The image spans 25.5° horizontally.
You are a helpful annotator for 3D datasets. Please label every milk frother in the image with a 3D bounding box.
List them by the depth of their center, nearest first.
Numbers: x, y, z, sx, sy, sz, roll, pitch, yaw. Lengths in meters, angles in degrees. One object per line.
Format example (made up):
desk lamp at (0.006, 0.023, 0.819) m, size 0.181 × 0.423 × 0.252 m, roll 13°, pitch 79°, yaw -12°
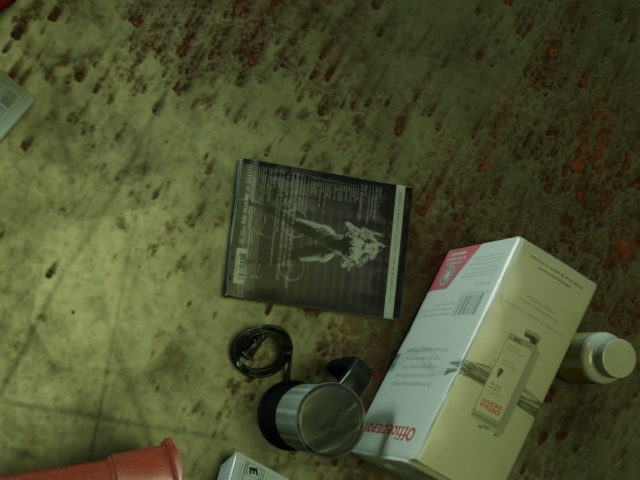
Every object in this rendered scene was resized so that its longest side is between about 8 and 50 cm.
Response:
milk frother at (-0.029, 0.168, 1.593) m, size 0.143 × 0.134 × 0.129 m, roll 26°, pitch 77°, yaw -17°

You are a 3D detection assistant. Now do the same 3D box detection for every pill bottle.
pill bottle at (0.337, 0.145, 1.742) m, size 0.065 × 0.116 × 0.065 m, roll 1°, pitch 86°, yaw -20°

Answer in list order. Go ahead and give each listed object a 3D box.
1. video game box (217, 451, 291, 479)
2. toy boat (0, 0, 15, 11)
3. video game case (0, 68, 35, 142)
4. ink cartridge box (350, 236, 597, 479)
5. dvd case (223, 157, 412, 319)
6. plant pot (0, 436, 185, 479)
video game box at (-0.046, 0.362, 1.568) m, size 0.187 × 0.048 × 0.205 m, roll 29°, pitch 44°, yaw -14°
toy boat at (-0.363, -0.363, 1.498) m, size 0.151 × 0.151 × 0.231 m, roll 17°, pitch 80°, yaw -19°
video game case at (-0.437, -0.143, 1.475) m, size 0.206 × 0.026 × 0.227 m, roll 41°, pitch 50°, yaw -13°
ink cartridge box at (0.171, 0.150, 1.631) m, size 0.117 × 0.207 × 0.283 m, roll 31°, pitch 77°, yaw -14°
dvd case at (0.000, 0.000, 1.679) m, size 0.221 × 0.018 × 0.165 m, roll 9°, pitch 82°, yaw -19°
plant pot at (-0.275, 0.345, 1.433) m, size 0.265 × 0.272 × 0.273 m, roll -2°, pitch 87°, yaw -13°
